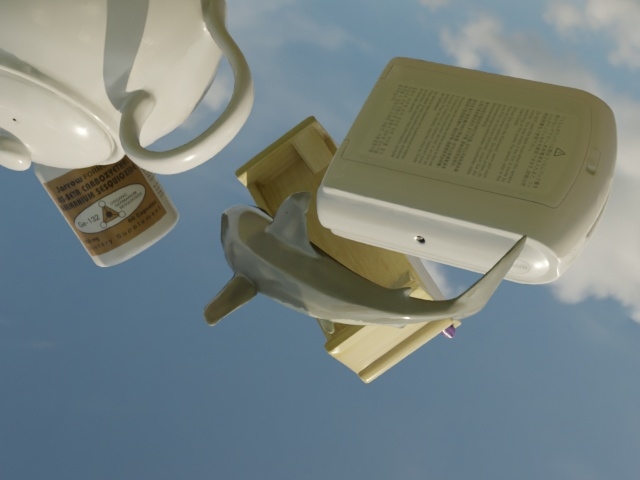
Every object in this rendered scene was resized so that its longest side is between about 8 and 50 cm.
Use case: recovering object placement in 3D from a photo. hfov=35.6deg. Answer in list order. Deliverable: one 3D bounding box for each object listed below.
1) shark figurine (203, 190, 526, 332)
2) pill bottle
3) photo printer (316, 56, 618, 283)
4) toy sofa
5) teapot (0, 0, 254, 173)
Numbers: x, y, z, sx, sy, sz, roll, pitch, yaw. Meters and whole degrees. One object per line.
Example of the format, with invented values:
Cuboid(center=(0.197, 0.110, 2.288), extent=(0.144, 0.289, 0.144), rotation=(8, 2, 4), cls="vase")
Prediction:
Cuboid(center=(0.014, 0.013, 0.827), extent=(0.278, 0.116, 0.166), rotation=(16, -150, 20), cls="shark figurine")
Cuboid(center=(-0.296, -0.092, 1.297), extent=(0.229, 0.131, 0.131), rotation=(60, -156, -17), cls="pill bottle")
Cuboid(center=(0.183, -0.086, 1.167), extent=(0.307, 0.107, 0.256), rotation=(14, -124, 21), cls="photo printer")
Cuboid(center=(0.036, 0.015, 1.402), extent=(0.177, 0.150, 0.362), rotation=(43, -166, -53), cls="toy sofa")
Cuboid(center=(-0.201, -0.140, 0.777), extent=(0.252, 0.256, 0.187), rotation=(26, -111, -19), cls="teapot")
